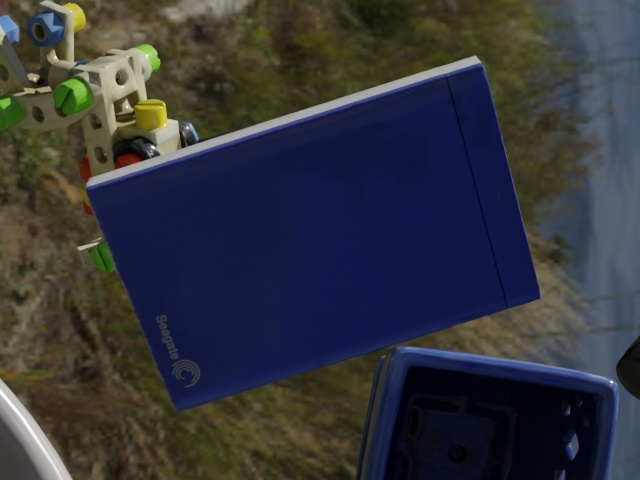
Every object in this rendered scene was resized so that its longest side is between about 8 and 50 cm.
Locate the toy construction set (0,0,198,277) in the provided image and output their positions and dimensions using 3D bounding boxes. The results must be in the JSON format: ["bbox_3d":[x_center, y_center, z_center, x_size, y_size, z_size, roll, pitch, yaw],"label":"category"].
[{"bbox_3d":[-0.214,-0.067,1.194,0.151,0.215,0.328,-53,142,-36],"label":"toy construction set"}]

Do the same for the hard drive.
[{"bbox_3d":[0.000,0.000,0.980,0.040,0.318,0.210,-104,176,-66],"label":"hard drive"}]

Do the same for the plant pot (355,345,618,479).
[{"bbox_3d":[0.152,0.235,1.265,0.212,0.235,0.236,146,-46,-84],"label":"plant pot"}]

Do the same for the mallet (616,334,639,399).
[{"bbox_3d":[0.233,0.055,0.692,0.062,0.039,0.189,-39,179,-19],"label":"mallet"}]

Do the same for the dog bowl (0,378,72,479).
[{"bbox_3d":[-0.214,0.138,0.386,0.348,0.102,0.349,32,36,-27],"label":"dog bowl"}]

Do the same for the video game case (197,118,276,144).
[{"bbox_3d":[-0.097,-0.057,1.401,0.026,0.274,0.196,48,49,-34],"label":"video game case"}]
